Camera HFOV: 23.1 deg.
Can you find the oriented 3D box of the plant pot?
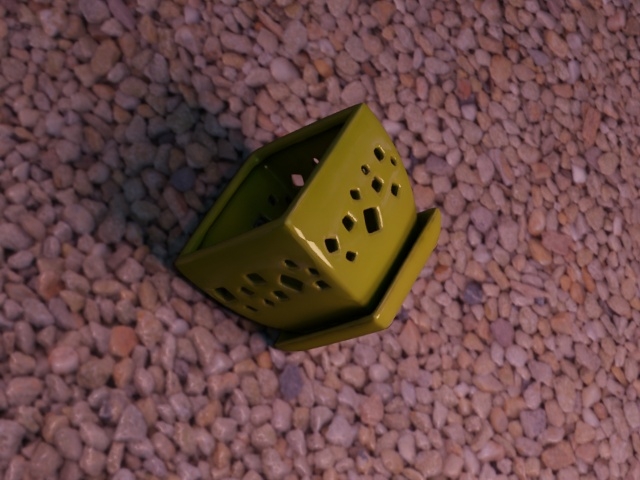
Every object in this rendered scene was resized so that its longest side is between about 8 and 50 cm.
[{"bbox_3d":[0.000,0.000,1.912,0.207,0.227,0.228,47,52,-20],"label":"plant pot"}]
